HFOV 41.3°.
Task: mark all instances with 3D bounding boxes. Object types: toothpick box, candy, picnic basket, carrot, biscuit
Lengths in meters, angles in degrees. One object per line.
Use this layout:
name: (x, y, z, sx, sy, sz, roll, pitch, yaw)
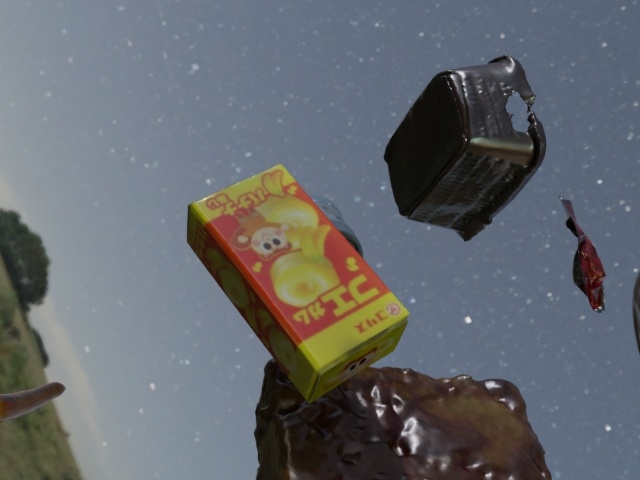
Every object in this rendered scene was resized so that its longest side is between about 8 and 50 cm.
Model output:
toothpick box: (0.000, 0.000, 1.314, 0.153, 0.101, 0.101, -120, -163, -64)
candy: (-0.034, 0.045, 1.040, 0.276, 0.146, 0.088, 48, -32, 23)
picnic basket: (0.207, -0.137, 1.328, 0.297, 0.129, 0.223, 124, -41, -56)
carrot: (-0.402, 0.218, 1.160, 0.190, 0.037, 0.037, 5, 62, -79)
biscuit: (0.108, 0.323, 1.078, 0.343, 0.395, 0.166, -103, -151, -52)

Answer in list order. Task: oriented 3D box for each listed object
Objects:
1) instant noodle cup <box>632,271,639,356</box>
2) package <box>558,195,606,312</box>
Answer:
instant noodle cup: (0.469, 0.114, 0.908, 0.235, 0.178, 0.235, 167, -90, -88)
package: (0.595, 0.031, 1.913, 0.194, 0.071, 0.269, 20, 60, -75)
